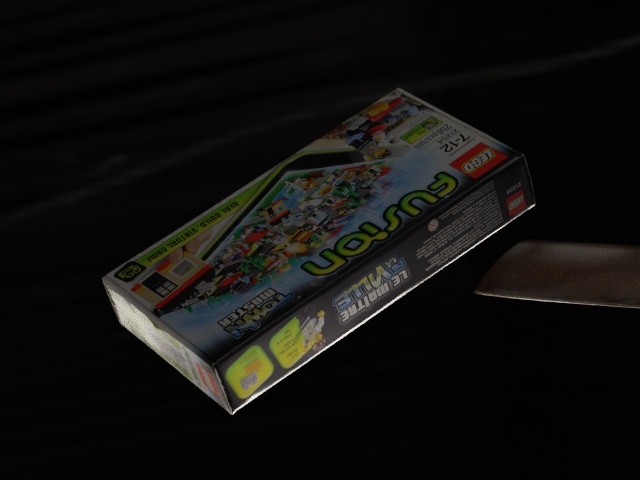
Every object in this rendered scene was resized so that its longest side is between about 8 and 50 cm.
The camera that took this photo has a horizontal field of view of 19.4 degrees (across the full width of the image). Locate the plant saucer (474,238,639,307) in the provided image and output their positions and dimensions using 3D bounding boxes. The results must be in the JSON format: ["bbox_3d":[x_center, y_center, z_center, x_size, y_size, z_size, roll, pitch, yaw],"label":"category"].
[{"bbox_3d":[0.279,0.029,1.481,0.310,0.311,0.050,-4,98,-83],"label":"plant saucer"}]

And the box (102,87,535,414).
[{"bbox_3d":[0.000,0.000,0.995,0.114,0.207,0.036,32,-31,47],"label":"box"}]
